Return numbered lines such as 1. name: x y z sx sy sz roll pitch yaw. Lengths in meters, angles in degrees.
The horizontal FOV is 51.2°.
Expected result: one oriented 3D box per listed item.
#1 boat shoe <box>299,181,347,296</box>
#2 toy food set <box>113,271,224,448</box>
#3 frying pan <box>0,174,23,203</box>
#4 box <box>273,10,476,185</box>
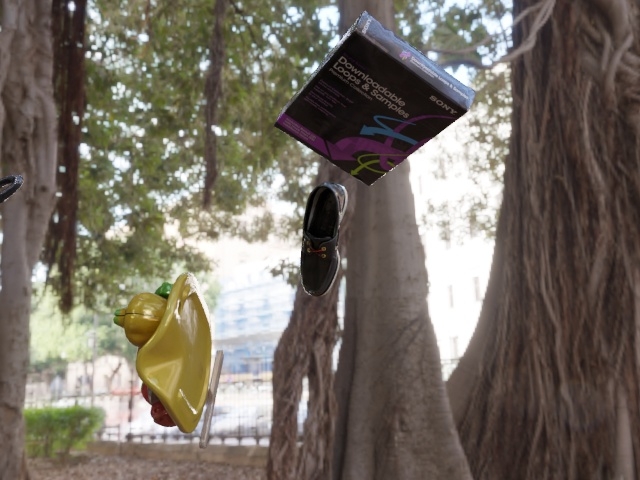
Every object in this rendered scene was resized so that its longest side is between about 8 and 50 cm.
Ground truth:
1. boat shoe: -0.002 0.000 0.752 0.049 0.132 0.042 13 8 21
2. toy food set: -0.150 0.115 0.638 0.071 0.128 0.217 2 -34 3
3. frying pan: -0.483 0.041 0.718 0.326 0.197 0.053 -17 -29 2
4. box: 0.041 -0.116 0.593 0.116 0.029 0.162 31 -31 -14
